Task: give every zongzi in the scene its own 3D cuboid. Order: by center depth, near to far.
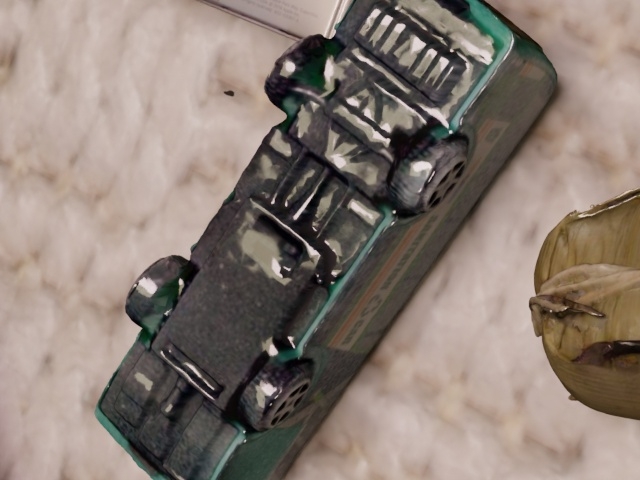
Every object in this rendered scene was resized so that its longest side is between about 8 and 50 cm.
[{"bbox_3d":[0.180,-0.021,0.617,0.194,0.099,0.197,0,77,28],"label":"zongzi"}]

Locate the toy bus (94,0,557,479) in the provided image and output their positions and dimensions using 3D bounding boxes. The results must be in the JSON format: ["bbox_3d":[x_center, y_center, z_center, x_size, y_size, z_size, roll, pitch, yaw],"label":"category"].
[{"bbox_3d":[0.000,0.000,0.701,0.091,0.109,0.262,43,109,21],"label":"toy bus"}]

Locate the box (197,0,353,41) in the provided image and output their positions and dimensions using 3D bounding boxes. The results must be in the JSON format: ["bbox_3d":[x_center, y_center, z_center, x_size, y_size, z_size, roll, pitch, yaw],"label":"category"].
[{"bbox_3d":[-0.016,-0.166,0.751,0.130,0.051,0.129,25,99,26],"label":"box"}]
